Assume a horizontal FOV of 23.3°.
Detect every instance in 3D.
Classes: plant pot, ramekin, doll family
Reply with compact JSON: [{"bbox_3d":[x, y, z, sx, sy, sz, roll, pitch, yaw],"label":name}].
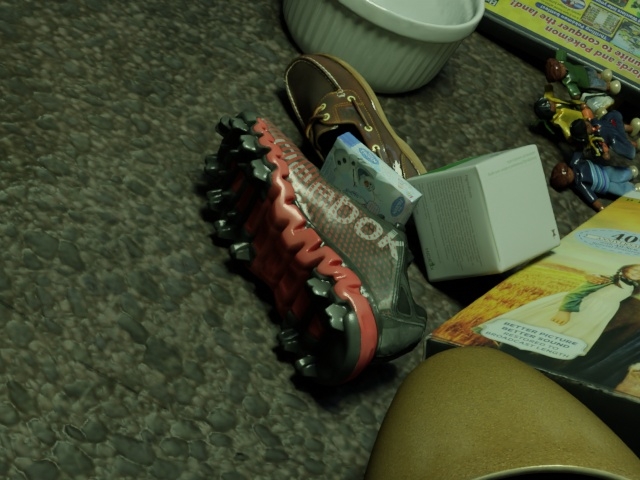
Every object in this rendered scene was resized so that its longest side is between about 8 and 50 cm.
[{"bbox_3d":[0.121,0.185,1.085,0.237,0.237,0.254,19,23,-15],"label":"plant pot"},{"bbox_3d":[0.059,-0.248,1.632,0.207,0.109,0.207,19,38,-15],"label":"ramekin"},{"bbox_3d":[0.282,-0.117,1.662,0.111,0.076,0.193,7,44,-35],"label":"doll family"}]

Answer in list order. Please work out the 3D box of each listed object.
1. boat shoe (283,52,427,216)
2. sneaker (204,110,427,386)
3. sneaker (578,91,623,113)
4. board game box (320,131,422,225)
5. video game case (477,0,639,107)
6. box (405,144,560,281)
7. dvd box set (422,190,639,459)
[{"bbox_3d":[0.024,-0.101,1.462,0.073,0.073,0.207,-10,52,-44],"label":"boat shoe"},{"bbox_3d":[0.000,0.000,1.304,0.135,0.097,0.276,-3,50,-37],"label":"sneaker"},{"bbox_3d":[0.328,-0.167,1.787,0.037,0.032,0.083,43,37,16],"label":"sneaker"},{"bbox_3d":[0.035,-0.034,1.374,0.090,0.090,0.020,42,41,16],"label":"board game box"},{"bbox_3d":[0.329,-0.300,1.818,0.275,0.035,0.248,28,65,11],"label":"video game case"},{"bbox_3d":[0.148,-0.025,1.411,0.101,0.087,0.102,-20,98,-47],"label":"box"},{"bbox_3d":[0.324,0.072,1.361,0.307,0.062,0.420,16,27,31],"label":"dvd box set"}]
